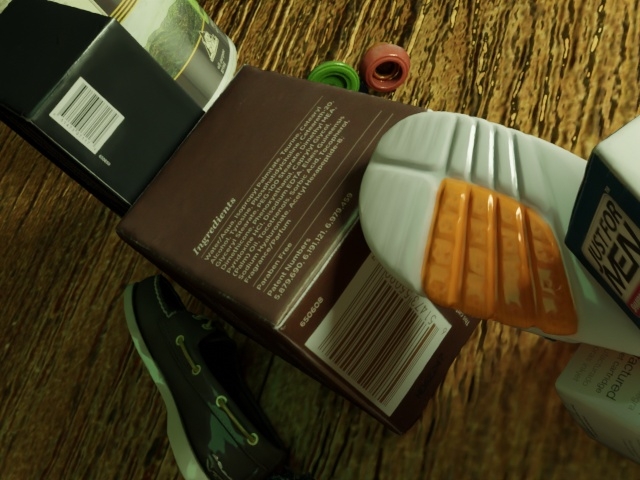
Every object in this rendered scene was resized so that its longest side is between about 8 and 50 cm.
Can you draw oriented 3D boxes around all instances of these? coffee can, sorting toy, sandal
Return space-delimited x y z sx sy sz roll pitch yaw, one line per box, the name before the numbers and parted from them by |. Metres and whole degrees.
coffee can | -0.251 -0.245 0.902 0.201 0.275 0.201 -20 48 24
sorting toy | 0.033 -0.156 0.778 0.102 0.061 0.042 -13 47 -1
sandal | 0.143 0.015 0.440 0.265 0.076 0.102 23 86 23

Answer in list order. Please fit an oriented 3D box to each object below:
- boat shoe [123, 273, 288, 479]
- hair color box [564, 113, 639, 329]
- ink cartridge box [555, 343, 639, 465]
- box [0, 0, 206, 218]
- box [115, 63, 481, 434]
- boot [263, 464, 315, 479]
boat shoe | -0.093 0.104 0.661 0.068 0.081 0.228 -36 50 4
hair color box | 0.267 0.063 0.285 0.174 0.105 0.347 -35 68 -3
ink cartridge box | 0.244 0.076 0.423 0.190 0.082 0.139 26 75 46
box | -0.158 -0.077 0.712 0.184 0.261 0.103 23 74 45
box | 0.000 0.000 0.601 0.203 0.168 0.167 25 75 45
boot | -0.016 0.211 0.540 0.099 0.045 0.121 9 57 38
